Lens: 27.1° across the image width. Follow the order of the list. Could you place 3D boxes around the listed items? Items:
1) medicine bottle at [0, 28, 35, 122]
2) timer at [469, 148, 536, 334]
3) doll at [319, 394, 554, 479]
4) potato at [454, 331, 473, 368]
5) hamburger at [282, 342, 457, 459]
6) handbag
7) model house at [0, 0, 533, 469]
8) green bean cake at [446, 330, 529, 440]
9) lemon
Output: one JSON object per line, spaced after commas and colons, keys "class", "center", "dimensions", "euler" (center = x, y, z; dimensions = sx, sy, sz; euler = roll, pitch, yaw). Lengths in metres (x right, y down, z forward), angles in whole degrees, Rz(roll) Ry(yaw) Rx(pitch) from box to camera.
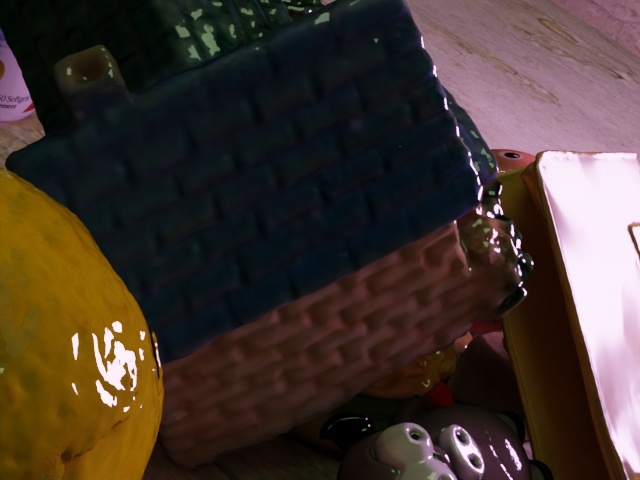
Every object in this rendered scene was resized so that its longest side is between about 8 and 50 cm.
{"class": "medicine bottle", "center": [-0.391, -0.304, 1.642], "dimensions": [0.157, 0.289, 0.157], "euler": [19, 24, -9]}
{"class": "timer", "center": [0.217, 0.004, 1.615], "dimensions": [0.229, 0.230, 0.215], "euler": [27, -5, 9]}
{"class": "doll", "center": [0.110, 0.224, 1.214], "dimensions": [0.257, 0.117, 0.182], "euler": [1, 52, -48]}
{"class": "potato", "center": [0.146, 0.119, 1.533], "dimensions": [0.068, 0.062, 0.083], "euler": [45, 41, -23]}
{"class": "hamburger", "center": [0.039, 0.108, 1.357], "dimensions": [0.237, 0.149, 0.237], "euler": [19, 23, -9]}
{"class": "handbag", "center": [0.297, 0.104, 1.403], "dimensions": [0.283, 0.133, 0.401], "euler": [-5, 77, -48]}
{"class": "model house", "center": [-0.076, -0.115, 1.160], "dimensions": [0.395, 0.400, 0.445], "euler": [-26, 57, -3]}
{"class": "green bean cake", "center": [0.241, 0.160, 1.506], "dimensions": [0.179, 0.085, 0.109], "euler": [-3, 34, -47]}
{"class": "lemon", "center": [-0.288, 0.096, 0.842], "dimensions": [0.387, 0.350, 0.350], "euler": [42, 26, 1]}
